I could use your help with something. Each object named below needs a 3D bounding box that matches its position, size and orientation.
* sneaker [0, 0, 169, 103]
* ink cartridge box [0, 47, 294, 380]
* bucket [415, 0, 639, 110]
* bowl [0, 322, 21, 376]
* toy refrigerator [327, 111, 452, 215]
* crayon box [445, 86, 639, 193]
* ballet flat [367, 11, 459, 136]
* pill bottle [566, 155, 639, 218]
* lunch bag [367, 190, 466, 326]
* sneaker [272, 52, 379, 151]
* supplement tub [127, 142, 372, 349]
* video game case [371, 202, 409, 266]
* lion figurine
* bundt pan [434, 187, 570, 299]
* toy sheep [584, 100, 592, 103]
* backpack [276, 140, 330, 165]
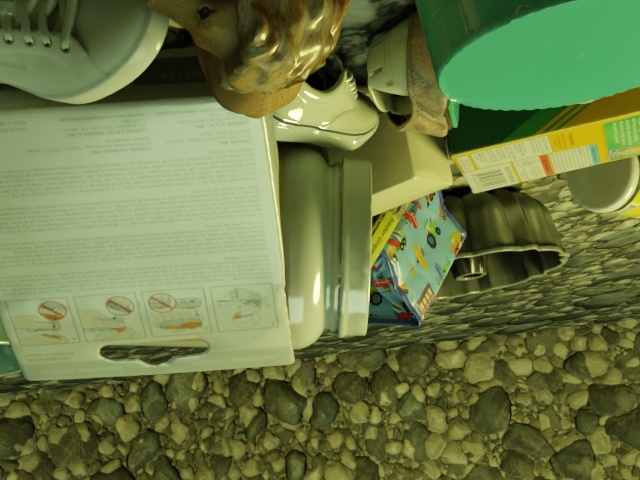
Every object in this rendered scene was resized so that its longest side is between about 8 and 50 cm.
[{"bbox_3d":[-0.261,-0.178,1.095,0.290,0.106,0.123,1,168,35],"label":"sneaker"},{"bbox_3d":[-0.191,-0.015,1.333,0.308,0.091,0.385,-4,135,2],"label":"ink cartridge box"},{"bbox_3d":[0.201,-0.237,1.104,0.281,0.183,0.281,-9,166,-2],"label":"bucket"},{"bbox_3d":[-0.583,0.119,2.020,0.311,0.163,0.311,-10,166,-2],"label":"bowl"},{"bbox_3d":[0.043,-0.084,1.765,0.269,0.102,0.094,-22,161,39],"label":"toy refrigerator"},{"bbox_3d":[0.334,-0.156,1.716,0.323,0.083,0.203,-12,166,12],"label":"crayon box"},{"bbox_3d":[0.104,-0.180,1.444,0.106,0.107,0.316,3,166,4],"label":"ballet flat"},{"bbox_3d":[0.477,-0.093,1.982,0.119,0.119,0.208,-22,161,41],"label":"pill bottle"},{"bbox_3d":[0.039,0.029,1.986,0.293,0.138,0.221,-11,-150,34],"label":"lunch bag"},{"bbox_3d":[0.006,-0.160,1.472,0.091,0.094,0.258,-53,161,22],"label":"sneaker"},{"bbox_3d":[-0.111,0.004,1.507,0.331,0.241,0.241,1,165,-1],"label":"supplement tub"},{"bbox_3d":[0.000,0.000,1.895,0.275,0.035,0.248,-20,-157,36],"label":"video game case"},{"bbox_3d":[-0.048,-0.183,1.035,0.142,0.240,0.392,-10,167,0],"label":"lion figurine"},{"bbox_3d":[0.241,0.003,2.194,0.331,0.124,0.331,-8,166,-2],"label":"bundt pan"},{"bbox_3d":[0.293,-0.202,1.514,0.091,0.091,0.132,-21,148,39],"label":"toy sheep"},{"bbox_3d":[-0.081,-0.071,1.709,0.152,0.115,0.182,-5,166,-25],"label":"backpack"}]
